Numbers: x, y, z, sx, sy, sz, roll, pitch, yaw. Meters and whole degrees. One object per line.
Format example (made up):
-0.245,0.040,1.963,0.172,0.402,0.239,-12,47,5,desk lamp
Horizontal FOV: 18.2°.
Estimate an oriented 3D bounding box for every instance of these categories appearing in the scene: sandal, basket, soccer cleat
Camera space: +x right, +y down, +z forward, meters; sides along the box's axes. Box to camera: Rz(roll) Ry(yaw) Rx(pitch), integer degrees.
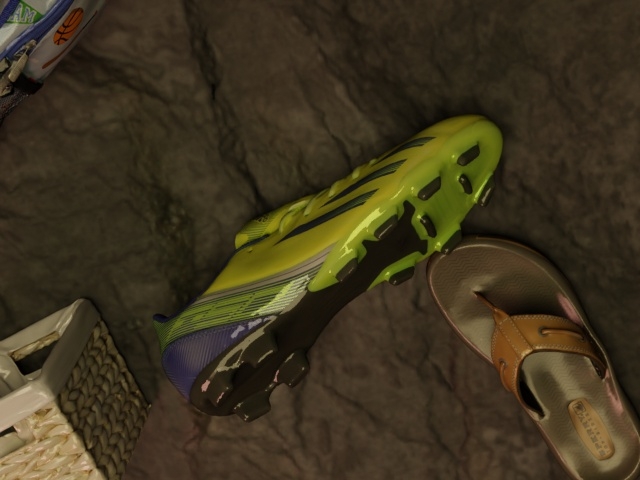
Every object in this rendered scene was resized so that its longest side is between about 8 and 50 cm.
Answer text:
0.155,0.089,1.402,0.090,0.060,0.219,-29,97,14,sandal
-0.199,0.131,1.412,0.113,0.167,0.103,-28,103,14,basket
-0.001,0.000,1.389,0.289,0.093,0.121,-42,55,5,soccer cleat

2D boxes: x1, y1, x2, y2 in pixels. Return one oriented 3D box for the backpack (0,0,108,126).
-0.269,-0.196,1.319,0.263,0.213,0.276,-44,91,-5,backpack
